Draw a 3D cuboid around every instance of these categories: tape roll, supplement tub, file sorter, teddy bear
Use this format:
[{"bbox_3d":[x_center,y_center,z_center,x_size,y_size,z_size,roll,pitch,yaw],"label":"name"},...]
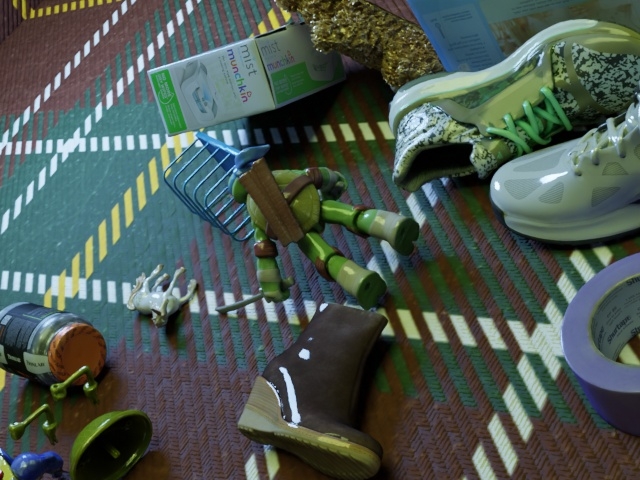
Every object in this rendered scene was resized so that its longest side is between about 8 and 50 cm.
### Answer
[{"bbox_3d":[0.348,0.102,1.073,0.189,0.080,0.189,-22,37,18],"label":"tape roll"},{"bbox_3d":[-0.420,0.162,1.624,0.190,0.117,0.117,7,52,46],"label":"supplement tub"},{"bbox_3d":[-0.161,-0.084,1.705,0.104,0.118,0.170,-47,35,-10],"label":"file sorter"},{"bbox_3d":[0.074,-0.333,1.726,0.113,0.338,0.245,-64,-7,17],"label":"teddy bear"}]

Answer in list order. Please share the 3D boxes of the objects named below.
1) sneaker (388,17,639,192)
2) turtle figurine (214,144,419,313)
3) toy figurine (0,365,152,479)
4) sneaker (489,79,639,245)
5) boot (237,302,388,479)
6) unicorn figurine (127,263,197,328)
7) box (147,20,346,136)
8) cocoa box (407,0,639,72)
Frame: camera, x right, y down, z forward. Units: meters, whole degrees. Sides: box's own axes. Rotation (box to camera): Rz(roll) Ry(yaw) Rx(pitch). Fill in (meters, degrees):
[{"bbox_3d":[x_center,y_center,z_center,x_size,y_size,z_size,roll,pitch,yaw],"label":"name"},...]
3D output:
[{"bbox_3d":[0.261,-0.152,1.409,0.410,0.158,0.182,-18,41,37],"label":"sneaker"},{"bbox_3d":[0.000,0.000,1.478,0.266,0.275,0.198,26,42,31],"label":"turtle figurine"},{"bbox_3d":[-0.425,0.311,1.397,0.362,0.191,0.217,-47,31,-19],"label":"toy figurine"},{"bbox_3d":[0.371,-0.151,1.201,0.447,0.257,0.169,-11,41,32],"label":"sneaker"},{"bbox_3d":[0.022,0.167,1.261,0.248,0.090,0.207,8,55,50],"label":"boot"},{"bbox_3d":[-0.246,0.090,1.626,0.162,0.060,0.111,-15,36,54],"label":"unicorn figurine"},{"bbox_3d":[-0.121,-0.287,1.814,0.231,0.127,0.262,-10,13,30],"label":"box"},{"bbox_3d":[0.342,-0.363,1.506,0.347,0.231,0.228,-6,45,37],"label":"cocoa box"}]
